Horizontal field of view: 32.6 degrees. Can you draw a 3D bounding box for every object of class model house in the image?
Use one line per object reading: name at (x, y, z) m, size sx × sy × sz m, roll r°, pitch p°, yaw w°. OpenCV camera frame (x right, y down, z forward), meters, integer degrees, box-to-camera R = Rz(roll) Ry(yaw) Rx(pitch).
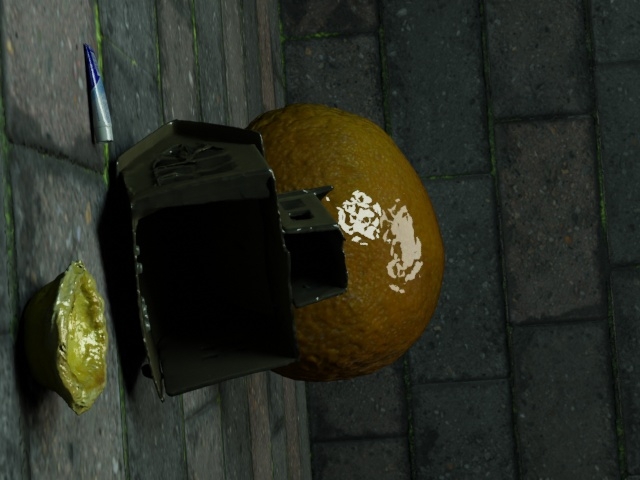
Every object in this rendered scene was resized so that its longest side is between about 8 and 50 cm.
model house at (-0.091, -0.008, 1.046) m, size 0.243 × 0.204 × 0.211 m, roll -126°, pitch -153°, yaw -64°

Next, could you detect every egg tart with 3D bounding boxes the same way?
egg tart at (-0.171, 0.064, 0.732) m, size 0.105 × 0.039 × 0.105 m, roll -4°, pitch 90°, yaw -86°

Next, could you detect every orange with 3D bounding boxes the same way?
orange at (0.000, 0.000, 1.422) m, size 0.322 × 0.322 × 0.357 m, roll 71°, pitch 6°, yaw -75°

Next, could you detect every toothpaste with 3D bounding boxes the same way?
toothpaste at (-0.187, -0.123, 0.917) m, size 0.024 × 0.015 × 0.083 m, roll 14°, pitch 66°, yaw -85°
